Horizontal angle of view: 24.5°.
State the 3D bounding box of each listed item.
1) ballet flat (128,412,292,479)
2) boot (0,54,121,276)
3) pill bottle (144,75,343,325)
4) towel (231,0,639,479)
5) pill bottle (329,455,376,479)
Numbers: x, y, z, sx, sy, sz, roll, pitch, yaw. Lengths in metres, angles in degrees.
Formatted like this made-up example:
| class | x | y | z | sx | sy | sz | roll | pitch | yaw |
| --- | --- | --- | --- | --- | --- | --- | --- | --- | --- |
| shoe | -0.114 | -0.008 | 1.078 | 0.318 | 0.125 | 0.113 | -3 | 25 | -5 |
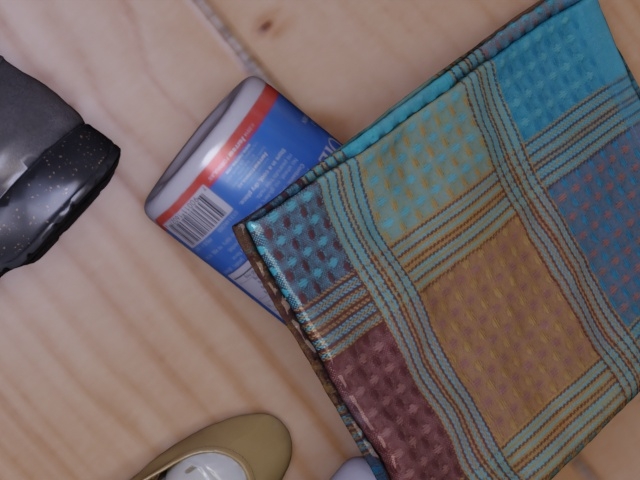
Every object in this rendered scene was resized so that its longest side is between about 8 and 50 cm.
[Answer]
| class | x | y | z | sx | sy | sz | roll | pitch | yaw |
| --- | --- | --- | --- | --- | --- | --- | --- | --- | --- |
| ballet flat | -0.116 | 0.201 | 1.030 | 0.232 | 0.073 | 0.080 | -31 | 99 | -8 |
| boot | -0.317 | -0.012 | 0.975 | 0.223 | 0.118 | 0.338 | 42 | 78 | -4 |
| pill bottle | 0.000 | 0.000 | 1.015 | 0.221 | 0.124 | 0.124 | 39 | 86 | -11 |
| towel | 0.136 | 0.011 | 1.000 | 0.370 | 0.040 | 0.271 | -37 | 101 | -35 |
| pill bottle | -0.003 | 0.291 | 1.020 | 0.146 | 0.146 | 0.264 | 41 | 86 | -10 |
